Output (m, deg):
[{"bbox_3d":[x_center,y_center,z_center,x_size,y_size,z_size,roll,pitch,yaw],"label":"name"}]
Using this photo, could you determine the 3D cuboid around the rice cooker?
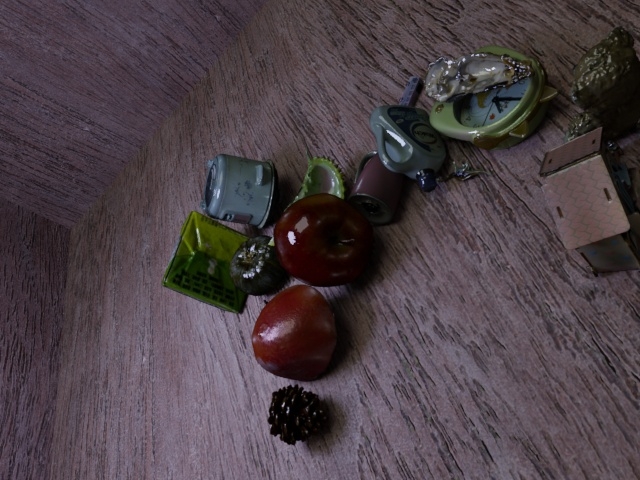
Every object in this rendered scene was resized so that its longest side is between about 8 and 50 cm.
[{"bbox_3d":[-0.286,-0.185,2.188,0.316,0.316,0.264,-26,55,34],"label":"rice cooker"}]

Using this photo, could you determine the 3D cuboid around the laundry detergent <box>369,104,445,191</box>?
[{"bbox_3d":[0.261,-0.262,1.702,0.105,0.215,0.280,124,142,-51],"label":"laundry detergent"}]

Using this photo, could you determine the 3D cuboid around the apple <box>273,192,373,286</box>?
[{"bbox_3d":[0.000,0.000,1.745,0.288,0.288,0.317,-63,23,-7],"label":"apple"}]

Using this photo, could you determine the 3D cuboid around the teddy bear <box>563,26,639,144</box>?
[{"bbox_3d":[0.638,-0.334,1.302,0.156,0.256,0.267,29,88,48],"label":"teddy bear"}]

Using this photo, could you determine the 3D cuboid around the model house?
[{"bbox_3d":[0.578,-0.113,1.220,0.169,0.244,0.326,-24,47,39],"label":"model house"}]

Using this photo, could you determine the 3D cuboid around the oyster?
[{"bbox_3d":[0.423,-0.439,1.575,0.345,0.078,0.129,8,91,47],"label":"oyster"}]

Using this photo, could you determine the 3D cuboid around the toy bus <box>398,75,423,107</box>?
[{"bbox_3d":[0.302,-0.488,1.955,0.052,0.037,0.131,11,74,49],"label":"toy bus"}]

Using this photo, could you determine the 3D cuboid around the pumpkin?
[{"bbox_3d":[-0.217,0.085,2.024,0.223,0.157,0.224,-18,53,26],"label":"pumpkin"}]

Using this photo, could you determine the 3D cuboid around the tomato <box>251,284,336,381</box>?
[{"bbox_3d":[-0.100,0.278,1.676,0.309,0.170,0.309,9,101,54],"label":"tomato"}]

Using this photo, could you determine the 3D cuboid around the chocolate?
[{"bbox_3d":[-0.401,0.088,2.118,0.137,0.301,0.289,-19,50,54],"label":"chocolate"}]

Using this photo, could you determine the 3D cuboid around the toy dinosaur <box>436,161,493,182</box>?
[{"bbox_3d":[0.403,-0.197,1.640,0.180,0.037,0.058,0,88,55],"label":"toy dinosaur"}]

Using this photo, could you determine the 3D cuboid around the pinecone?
[{"bbox_3d":[-0.061,0.474,1.589,0.173,0.173,0.173,-28,46,33],"label":"pinecone"}]

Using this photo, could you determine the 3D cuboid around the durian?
[{"bbox_3d":[-0.025,-0.116,1.944,0.157,0.169,0.355,14,80,51],"label":"durian"}]

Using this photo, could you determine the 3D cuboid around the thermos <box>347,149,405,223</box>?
[{"bbox_3d":[0.184,-0.199,1.798,0.176,0.146,0.265,3,57,34],"label":"thermos"}]

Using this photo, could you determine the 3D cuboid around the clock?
[{"bbox_3d":[0.488,-0.377,1.607,0.286,0.117,0.348,-54,38,4],"label":"clock"}]
